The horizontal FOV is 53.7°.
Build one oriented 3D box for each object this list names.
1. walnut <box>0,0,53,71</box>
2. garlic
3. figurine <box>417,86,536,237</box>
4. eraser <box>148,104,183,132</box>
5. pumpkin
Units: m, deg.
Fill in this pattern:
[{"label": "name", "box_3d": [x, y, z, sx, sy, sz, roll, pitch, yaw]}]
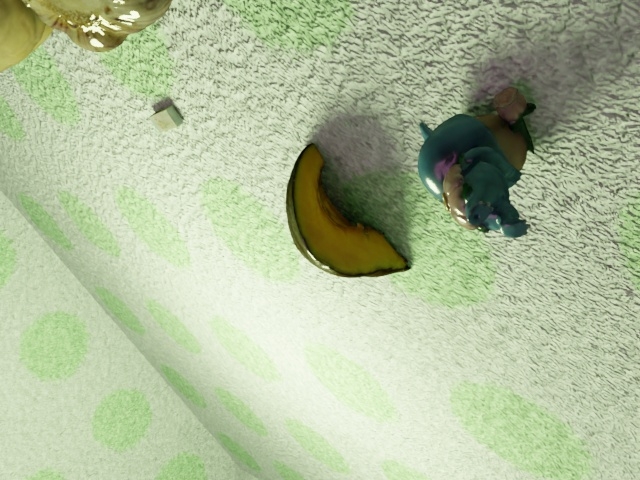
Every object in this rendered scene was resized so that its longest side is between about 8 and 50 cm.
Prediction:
[{"label": "walnut", "box_3d": [-0.571, -0.425, 0.938, 0.381, 0.381, 0.381, 31, 149, 21]}, {"label": "garlic", "box_3d": [-0.309, -0.374, 0.845, 0.244, 0.161, 0.245, 6, 149, 4]}, {"label": "figurine", "box_3d": [0.178, -0.077, 0.661, 0.114, 0.178, 0.144, 38, 115, -26]}, {"label": "eraser", "box_3d": [-0.283, -0.221, 1.155, 0.083, 0.019, 0.038, -2, 129, 53]}, {"label": "pumpkin", "box_3d": [0.000, 0.000, 0.969, 0.254, 0.149, 0.130, 51, 143, -16]}]
